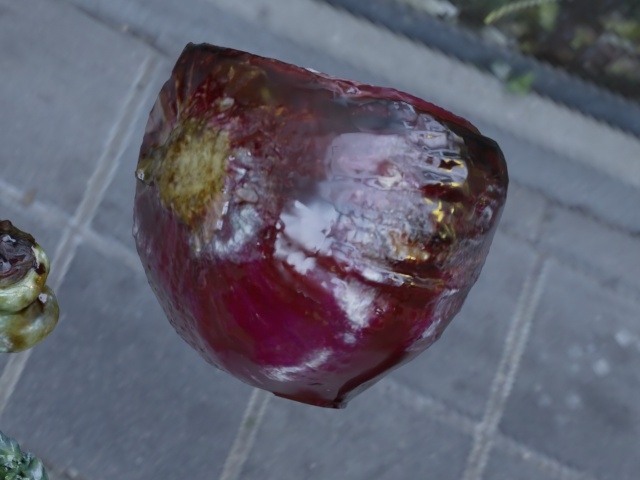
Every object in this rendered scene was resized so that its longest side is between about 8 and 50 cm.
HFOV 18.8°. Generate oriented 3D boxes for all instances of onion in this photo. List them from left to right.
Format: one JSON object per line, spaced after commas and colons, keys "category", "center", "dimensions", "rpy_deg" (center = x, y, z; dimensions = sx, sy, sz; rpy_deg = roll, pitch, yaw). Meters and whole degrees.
{"category": "onion", "center": [0.003, 0.002, 1.210], "dimensions": [0.216, 0.207, 0.206], "rpy_deg": [15, 94, -44]}

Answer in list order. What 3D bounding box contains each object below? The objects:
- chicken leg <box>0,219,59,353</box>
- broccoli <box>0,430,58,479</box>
{"category": "chicken leg", "center": [-0.282, -0.080, 1.071], "dimensions": [0.211, 0.140, 0.361], "rpy_deg": [-23, 55, 6]}
{"category": "broccoli", "center": [-0.173, 0.184, 1.039], "dimensions": [0.177, 0.275, 0.198], "rpy_deg": [-27, 109, -38]}
